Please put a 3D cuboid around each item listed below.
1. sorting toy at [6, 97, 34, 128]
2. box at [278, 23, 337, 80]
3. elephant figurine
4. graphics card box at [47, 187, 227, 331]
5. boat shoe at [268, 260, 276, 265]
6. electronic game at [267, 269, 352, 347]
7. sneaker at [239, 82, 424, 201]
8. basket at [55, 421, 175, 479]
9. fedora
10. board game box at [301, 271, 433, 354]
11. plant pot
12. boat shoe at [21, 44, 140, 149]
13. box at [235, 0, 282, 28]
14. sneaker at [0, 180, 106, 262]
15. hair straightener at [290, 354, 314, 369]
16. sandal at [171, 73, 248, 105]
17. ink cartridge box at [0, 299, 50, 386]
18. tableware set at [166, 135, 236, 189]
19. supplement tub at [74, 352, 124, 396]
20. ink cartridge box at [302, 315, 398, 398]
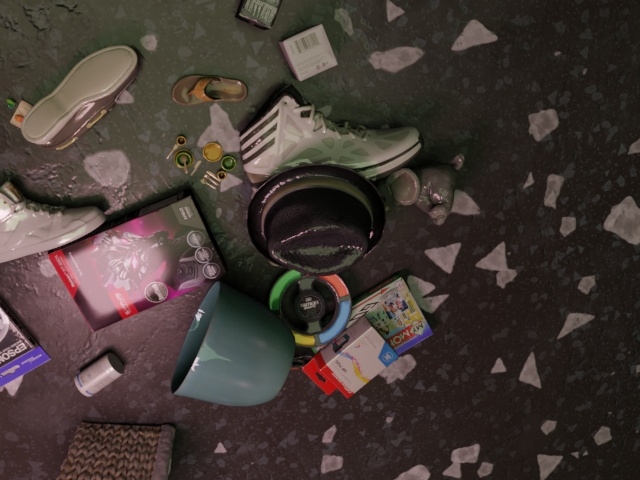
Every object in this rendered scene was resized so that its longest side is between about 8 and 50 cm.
[{"bbox_3d":[-0.680,-0.286,1.374,0.083,0.012,0.062,29,100,-19],"label":"sorting toy"},{"bbox_3d":[-0.030,-0.442,1.419,0.101,0.087,0.101,-25,112,-3],"label":"box"},{"bbox_3d":[0.218,-0.136,1.547,0.240,0.169,0.185,14,76,0],"label":"elephant figurine"},{"bbox_3d":[-0.443,0.048,1.492,0.371,0.094,0.232,-23,111,-5],"label":"graphics card box"},{"bbox_3d":[0.000,0.000,1.569,0.303,0.109,0.094,-6,138,0],"label":"boat shoe"},{"bbox_3d":[-0.029,0.174,1.617,0.230,0.048,0.229,0,94,-3],"label":"electronic game"},{"bbox_3d":[0.020,-0.262,1.445,0.448,0.169,0.257,-17,112,-3],"label":"sneaker"},{"bbox_3d":[-0.536,0.693,1.560,0.267,0.331,0.328,8,106,-12],"label":"basket"},{"bbox_3d":[-0.008,-0.017,1.394,0.335,0.152,0.333,-2,123,-3],"label":"fedora"},{"bbox_3d":[0.134,0.258,1.707,0.318,0.046,0.213,-31,110,0],"label":"board game box"},{"bbox_3d":[-0.204,0.276,1.504,0.235,0.293,0.292,24,102,-16],"label":"plant pot"},{"bbox_3d":[-0.525,-0.318,1.355,0.305,0.091,0.109,-39,74,1],"label":"boat shoe"},{"bbox_3d":[-0.118,-0.565,1.328,0.078,0.147,0.180,19,102,-17],"label":"box"},{"bbox_3d":[-0.667,-0.065,1.400,0.293,0.108,0.169,-18,114,-4],"label":"sneaker"},{"bbox_3d":[-0.106,0.345,1.663,0.231,0.089,0.047,5,62,-13],"label":"hair straightener"},{"bbox_3d":[-0.259,-0.353,1.420,0.180,0.049,0.072,-2,108,-11],"label":"sandal"},{"bbox_3d":[-0.831,0.280,1.513,0.206,0.045,0.208,-30,113,-1],"label":"ink cartridge box"},{"bbox_3d":[-0.290,-0.200,1.478,0.154,0.024,0.104,34,98,-19],"label":"tableware set"},{"bbox_3d":[-0.577,0.351,1.575,0.107,0.071,0.071,-34,111,0],"label":"supplement tub"},{"bbox_3d":[0.080,0.333,1.651,0.231,0.078,0.134,-40,113,2],"label":"ink cartridge box"}]
